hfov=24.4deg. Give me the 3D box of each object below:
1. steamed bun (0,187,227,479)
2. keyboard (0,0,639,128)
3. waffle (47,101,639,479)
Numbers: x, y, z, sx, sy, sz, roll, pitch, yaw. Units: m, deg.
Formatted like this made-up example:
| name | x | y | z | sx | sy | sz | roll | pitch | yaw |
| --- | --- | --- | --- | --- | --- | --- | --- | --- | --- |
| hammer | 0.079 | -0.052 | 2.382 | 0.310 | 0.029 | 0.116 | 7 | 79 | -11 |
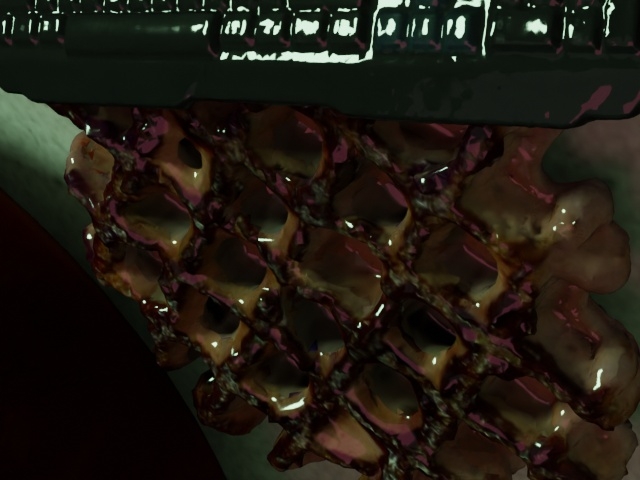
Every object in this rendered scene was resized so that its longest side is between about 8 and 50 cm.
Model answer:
| name | x | y | z | sx | sy | sz | roll | pitch | yaw |
| --- | --- | --- | --- | --- | --- | --- | --- | --- | --- |
| steamed bun | -0.199 | 0.100 | 0.638 | 0.379 | 0.235 | 0.248 | 52 | 146 | -9 |
| keyboard | -0.013 | -0.090 | 0.438 | 0.262 | 0.016 | 0.106 | 7 | 90 | 38 |
| waffle | 0.000 | 0.000 | 0.521 | 0.234 | 0.055 | 0.221 | -5 | 117 | 40 |
